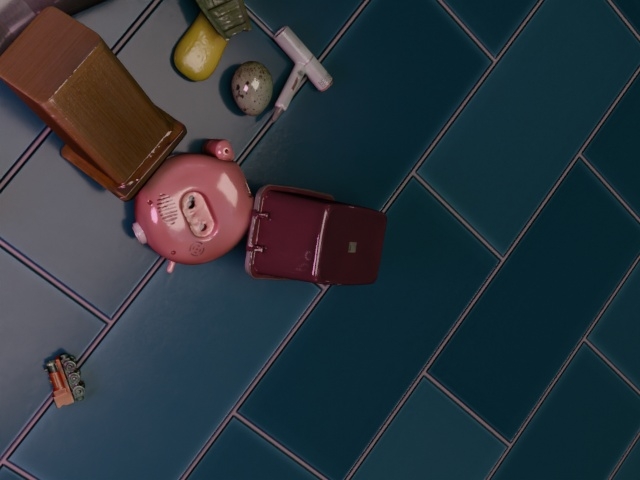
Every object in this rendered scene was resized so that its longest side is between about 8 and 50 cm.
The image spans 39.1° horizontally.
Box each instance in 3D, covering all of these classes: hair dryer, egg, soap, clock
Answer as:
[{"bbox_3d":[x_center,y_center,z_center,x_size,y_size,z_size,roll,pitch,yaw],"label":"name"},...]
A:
[{"bbox_3d":[-0.073,-0.328,1.857,0.155,0.044,0.183,46,64,-21],"label":"hair dryer"},{"bbox_3d":[-0.137,-0.308,1.827,0.085,0.085,0.110,-14,109,-22],"label":"egg"},{"bbox_3d":[-0.226,-0.399,1.803,0.089,0.033,0.168,35,81,-22],"label":"soap"},{"bbox_3d":[-0.254,-0.060,1.779,0.241,0.142,0.227,-26,106,-15],"label":"clock"}]

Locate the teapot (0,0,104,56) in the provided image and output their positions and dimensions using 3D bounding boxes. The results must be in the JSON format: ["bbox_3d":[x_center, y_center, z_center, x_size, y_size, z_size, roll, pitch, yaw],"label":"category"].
[{"bbox_3d":[-0.503,-0.494,1.567,0.344,0.253,0.300,-42,95,-9],"label":"teapot"}]

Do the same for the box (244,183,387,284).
[{"bbox_3d":[0.000,0.000,1.818,0.294,0.167,0.193,4,97,-57],"label":"box"}]

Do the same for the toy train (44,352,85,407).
[{"bbox_3d":[-0.501,0.272,1.764,0.064,0.044,0.103,-17,104,-10],"label":"toy train"}]

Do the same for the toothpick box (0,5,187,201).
[{"bbox_3d":[-0.404,-0.241,1.579,0.187,0.190,0.308,-50,155,-10],"label":"toothpick box"}]

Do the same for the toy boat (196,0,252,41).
[{"bbox_3d":[-0.227,-0.527,1.759,0.093,0.055,0.293,-28,95,-16],"label":"toy boat"}]
